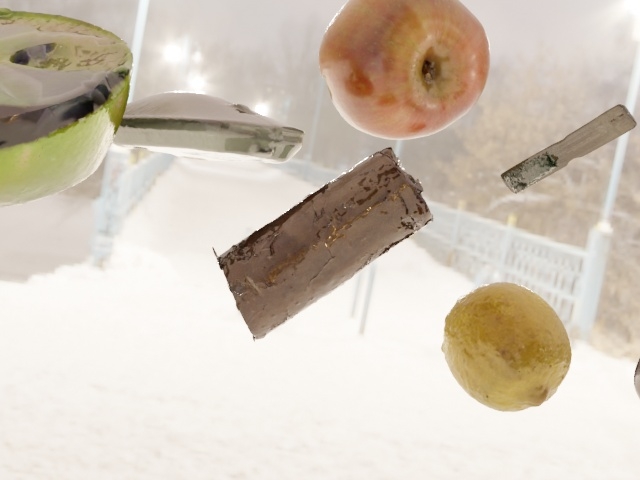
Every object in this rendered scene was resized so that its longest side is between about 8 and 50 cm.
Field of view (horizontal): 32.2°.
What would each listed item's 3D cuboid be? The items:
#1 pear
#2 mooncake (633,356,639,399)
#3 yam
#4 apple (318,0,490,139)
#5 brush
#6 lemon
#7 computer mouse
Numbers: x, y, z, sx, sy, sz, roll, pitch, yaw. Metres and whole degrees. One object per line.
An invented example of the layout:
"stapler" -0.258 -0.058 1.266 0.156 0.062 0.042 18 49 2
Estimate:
"pear" -0.430 -0.154 1.425 0.398 0.165 0.399 -1 32 1
"mooncake" 0.519 0.157 1.312 0.306 0.306 0.154 8 5 -26
"yam" 0.001 0.001 1.367 0.279 0.131 0.131 -34 5 1
"apple" 0.116 -0.265 1.651 0.242 0.242 0.241 8 8 -25
"brush" 0.285 -0.102 1.306 0.190 0.034 0.027 -32 6 43
"lemon" 0.292 0.167 1.754 0.192 0.192 0.231 7 38 -42
"computer mouse" -0.166 -0.160 1.537 0.197 0.095 0.331 1 4 -43
